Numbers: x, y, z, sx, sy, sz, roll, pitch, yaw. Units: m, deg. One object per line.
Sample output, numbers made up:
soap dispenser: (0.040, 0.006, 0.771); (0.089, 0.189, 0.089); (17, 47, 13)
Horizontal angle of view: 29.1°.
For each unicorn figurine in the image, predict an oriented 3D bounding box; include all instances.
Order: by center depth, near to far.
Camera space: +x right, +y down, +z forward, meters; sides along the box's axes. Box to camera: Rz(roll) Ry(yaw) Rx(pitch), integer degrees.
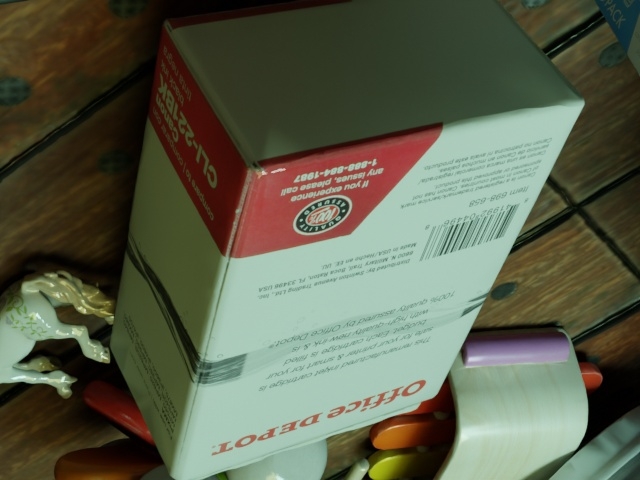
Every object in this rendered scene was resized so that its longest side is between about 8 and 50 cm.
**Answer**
unicorn figurine: (-0.201, 0.072, 0.795); (0.111, 0.060, 0.162); (21, 112, -40)

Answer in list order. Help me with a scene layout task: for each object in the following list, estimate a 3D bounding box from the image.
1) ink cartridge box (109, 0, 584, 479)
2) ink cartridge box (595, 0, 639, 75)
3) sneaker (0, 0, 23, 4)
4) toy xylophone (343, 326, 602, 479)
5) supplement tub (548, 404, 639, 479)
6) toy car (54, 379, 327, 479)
ink cartridge box: (0.000, 0.000, 0.709); (0.197, 0.114, 0.273); (-14, 143, -27)
ink cartridge box: (0.234, -0.160, 0.644); (0.061, 0.104, 0.181); (10, 133, -32)
sneaker: (-0.085, -0.176, 0.513); (0.313, 0.116, 0.136); (-8, 105, 3)
toy xylophone: (0.095, 0.198, 1.049); (0.236, 0.081, 0.323); (3, 137, -27)
supplement tub: (0.324, 0.320, 1.013); (0.241, 0.331, 0.241); (-34, 154, -19)
toy car: (-0.098, 0.134, 0.849); (0.182, 0.159, 0.136); (-31, 104, -26)
